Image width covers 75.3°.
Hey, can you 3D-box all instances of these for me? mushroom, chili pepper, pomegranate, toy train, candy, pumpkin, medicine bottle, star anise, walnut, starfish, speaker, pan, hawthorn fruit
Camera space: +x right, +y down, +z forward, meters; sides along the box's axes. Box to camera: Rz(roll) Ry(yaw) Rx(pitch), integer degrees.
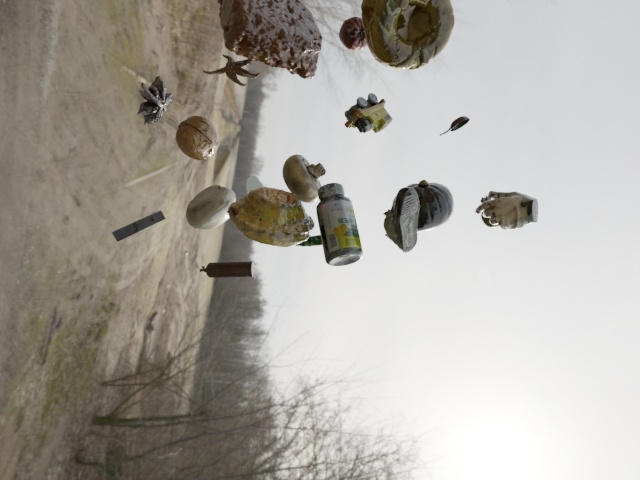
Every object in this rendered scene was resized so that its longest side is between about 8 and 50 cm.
[{"bbox_3d":[-0.063,-0.273,1.797,0.178,0.226,0.226,-38,-156,9],"label":"mushroom"},{"bbox_3d":[0.000,0.000,1.814,0.088,0.226,0.059,117,-37,-82],"label":"chili pepper"},{"bbox_3d":[0.703,-0.119,1.695,0.142,0.114,0.114,57,-10,-6],"label":"pomegranate"},{"bbox_3d":[0.170,-0.438,1.463,0.219,0.127,0.089,-35,176,-44],"label":"toy train"},{"bbox_3d":[-0.582,-0.169,2.243,0.185,0.295,0.296,56,17,-37],"label":"candy"},{"bbox_3d":[0.514,-0.185,2.088,0.315,0.314,0.239,-115,-168,-69],"label":"pumpkin"},{"bbox_3d":[0.062,-0.063,1.524,0.141,0.141,0.294,120,-38,-62],"label":"medicine bottle"},{"bbox_3d":[-0.702,-0.589,1.756,0.231,0.089,0.209,-87,-166,-73],"label":"star anise"},{"bbox_3d":[-0.494,-0.411,1.669,0.207,0.167,0.168,92,3,-79],"label":"walnut"},{"bbox_3d":[-0.374,-0.715,1.734,0.057,0.237,0.213,96,-14,-56],"label":"starfish"},{"bbox_3d":[-0.786,-0.066,1.800,0.082,0.218,0.044,10,-54,65],"label":"speaker"},{"bbox_3d":[0.428,-0.371,1.341,0.024,0.115,0.068,61,-13,8],"label":"pan"},{"bbox_3d":[0.151,-0.960,1.928,0.172,0.147,0.148,42,-54,53],"label":"hawthorn fruit"}]

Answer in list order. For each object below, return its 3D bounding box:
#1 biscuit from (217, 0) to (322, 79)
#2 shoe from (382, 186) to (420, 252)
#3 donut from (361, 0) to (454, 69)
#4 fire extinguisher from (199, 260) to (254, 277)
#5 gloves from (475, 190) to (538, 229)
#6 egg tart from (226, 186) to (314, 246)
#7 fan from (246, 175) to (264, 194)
[{"bbox_3d":[-0.193,-0.844,1.624,0.166,0.394,0.343,-45,-129,44],"label":"biscuit"},{"bbox_3d":[0.287,-0.092,1.570,0.149,0.109,0.293,37,-31,42],"label":"shoe"},{"bbox_3d":[0.327,-0.842,1.591,0.170,0.359,0.361,-109,-151,-57],"label":"donut"},{"bbox_3d":[-0.440,0.136,1.921,0.089,0.267,0.072,47,42,-84],"label":"fire extinguisher"},{"bbox_3d":[0.617,-0.101,1.403,0.212,0.111,0.128,-1,-72,45],"label":"gloves"},{"bbox_3d":[-0.179,-0.111,1.575,0.352,0.351,0.150,-103,-154,-60],"label":"egg tart"},{"bbox_3d":[-0.339,-0.194,2.092,0.182,0.010,0.311,54,33,-39],"label":"fan"}]
